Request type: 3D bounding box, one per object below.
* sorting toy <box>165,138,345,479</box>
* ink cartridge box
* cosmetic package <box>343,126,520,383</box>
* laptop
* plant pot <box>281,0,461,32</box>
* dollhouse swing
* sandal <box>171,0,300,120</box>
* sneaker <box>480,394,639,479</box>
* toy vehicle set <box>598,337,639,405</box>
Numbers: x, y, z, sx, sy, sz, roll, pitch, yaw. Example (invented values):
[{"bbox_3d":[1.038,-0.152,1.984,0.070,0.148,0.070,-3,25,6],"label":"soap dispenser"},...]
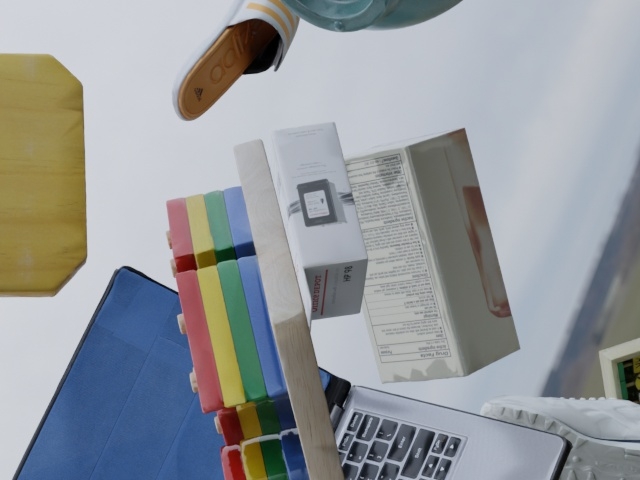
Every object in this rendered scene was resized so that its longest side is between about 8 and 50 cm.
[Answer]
[{"bbox_3d":[-0.045,0.100,1.298,0.255,0.089,0.257,-106,3,-59],"label":"sorting toy"},{"bbox_3d":[0.000,0.000,1.547,0.104,0.060,0.180,96,164,-60],"label":"ink cartridge box"},{"bbox_3d":[0.130,0.020,2.223,0.129,0.153,0.296,-19,-82,-46],"label":"cosmetic package"},{"bbox_3d":[-0.055,0.268,1.591,0.236,0.408,0.382,42,-114,-46],"label":"laptop"},{"bbox_3d":[0.048,-0.353,1.968,0.196,0.293,0.293,-48,-20,-42],"label":"plant pot"},{"bbox_3d":[-0.468,-0.045,2.096,0.315,0.305,0.347,143,127,-58],"label":"dollhouse swing"},{"bbox_3d":[-0.081,-0.237,2.161,0.265,0.076,0.102,-55,-33,-26],"label":"sandal"},{"bbox_3d":[0.298,0.216,1.990,0.095,0.235,0.090,-65,-12,-48],"label":"sneaker"},{"bbox_3d":[0.448,0.239,2.206,0.035,0.166,0.267,-137,33,-66],"label":"toy vehicle set"}]
